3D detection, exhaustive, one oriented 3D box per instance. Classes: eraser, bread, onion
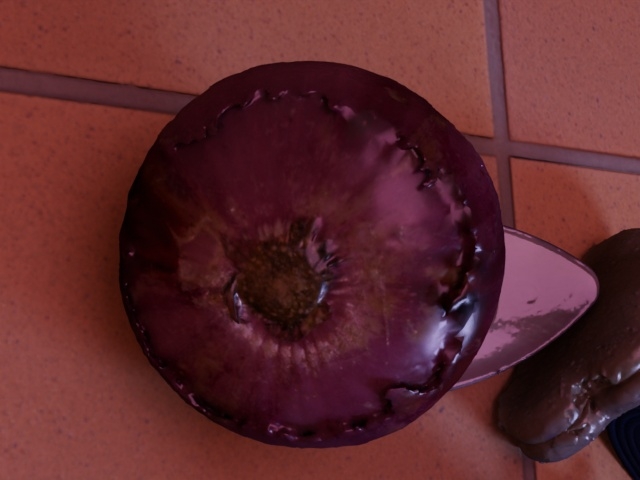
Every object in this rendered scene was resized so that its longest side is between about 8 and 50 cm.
[{"bbox_3d":[0.195,0.065,1.299,0.243,0.059,0.204,-4,78,-13],"label":"eraser"},{"bbox_3d":[0.339,0.108,1.326,0.102,0.183,0.337,44,58,-10],"label":"bread"},{"bbox_3d":[0.000,0.020,1.086,0.345,0.358,0.358,30,55,-69],"label":"onion"}]

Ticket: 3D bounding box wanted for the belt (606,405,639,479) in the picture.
[{"bbox_3d":[0.497,0.274,1.354,0.347,0.212,0.117,47,58,-7],"label":"belt"}]
